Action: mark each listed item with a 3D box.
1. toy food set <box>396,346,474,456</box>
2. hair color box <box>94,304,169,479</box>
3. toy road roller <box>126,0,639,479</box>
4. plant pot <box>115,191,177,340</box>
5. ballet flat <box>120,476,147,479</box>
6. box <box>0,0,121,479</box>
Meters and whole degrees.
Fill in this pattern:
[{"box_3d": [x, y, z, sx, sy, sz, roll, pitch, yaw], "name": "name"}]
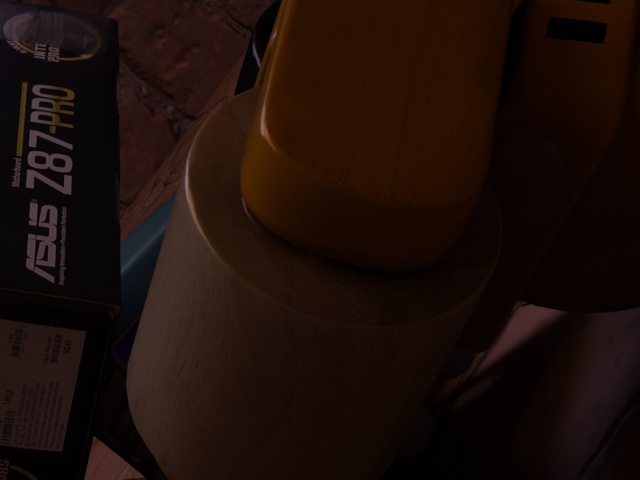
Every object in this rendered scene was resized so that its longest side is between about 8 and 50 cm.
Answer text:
[{"box_3d": [0.011, 0.152, 0.811, 0.220, 0.092, 0.306, -56, 4, 41], "name": "toy food set"}, {"box_3d": [0.000, 0.000, 1.025, 0.339, 0.110, 0.185, -49, -3, -22], "name": "hair color box"}, {"box_3d": [0.076, -0.033, 0.685, 0.202, 0.240, 0.330, 112, 176, -48], "name": "toy road roller"}, {"box_3d": [-0.069, 0.028, 1.276, 0.234, 0.165, 0.165, -50, 11, -13], "name": "plant pot"}, {"box_3d": [-0.150, 0.242, 1.165, 0.067, 0.073, 0.206, -26, 28, 32], "name": "ballet flat"}, {"box_3d": [-0.195, 0.097, 1.008, 0.318, 0.097, 0.395, -96, 18, -55], "name": "box"}]
